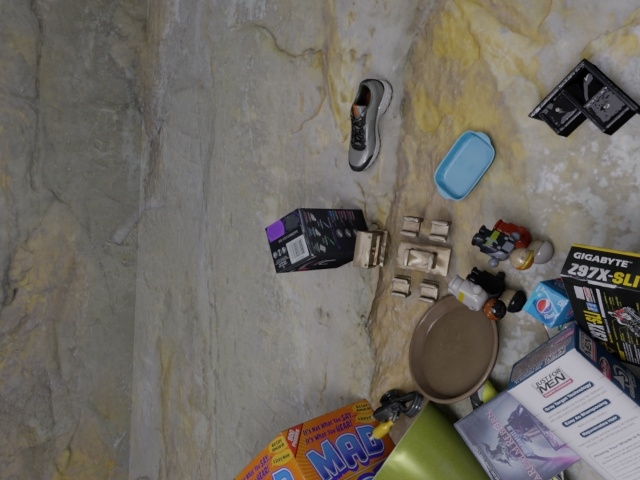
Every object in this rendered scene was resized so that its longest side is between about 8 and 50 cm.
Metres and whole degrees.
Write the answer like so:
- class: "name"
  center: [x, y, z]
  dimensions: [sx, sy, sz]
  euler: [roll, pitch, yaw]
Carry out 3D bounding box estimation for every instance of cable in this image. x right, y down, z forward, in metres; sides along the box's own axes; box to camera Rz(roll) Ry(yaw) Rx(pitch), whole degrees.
- class: "cable"
  center: [0.221, 0.455, 1.416]
  dimensions: [0.072, 0.139, 0.287]
  euler: [39, 142, -1]

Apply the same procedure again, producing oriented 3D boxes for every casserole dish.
- class: "casserole dish"
  center: [0.369, -0.188, 1.325]
  dimensions: [0.114, 0.037, 0.188]
  euler: [50, 123, 31]

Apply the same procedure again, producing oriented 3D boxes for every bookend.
- class: "bookend"
  center: [0.563, -0.270, 1.111]
  dimensions: [0.157, 0.072, 0.156]
  euler: [-49, 60, 34]

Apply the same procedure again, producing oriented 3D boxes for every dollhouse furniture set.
- class: "dollhouse furniture set"
  center: [0.232, 0.038, 1.422]
  dimensions: [0.242, 0.161, 0.212]
  euler: [10, 96, 22]

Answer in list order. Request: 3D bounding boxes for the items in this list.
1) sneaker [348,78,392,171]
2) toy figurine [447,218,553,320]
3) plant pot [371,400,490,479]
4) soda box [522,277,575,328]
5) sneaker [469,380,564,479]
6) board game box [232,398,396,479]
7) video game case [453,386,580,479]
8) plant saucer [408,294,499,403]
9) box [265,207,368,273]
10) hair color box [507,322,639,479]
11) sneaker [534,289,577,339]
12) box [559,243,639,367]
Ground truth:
- class: "sneaker"
  center: [0.120, -0.334, 1.509]
  dimensions: [0.100, 0.108, 0.272]
  euler: [23, 109, 39]
- class: "toy figurine"
  center: [0.410, 0.070, 1.179]
  dimensions: [0.148, 0.209, 0.213]
  euler: [34, 112, 26]
- class: "plant pot"
  center: [0.313, 0.596, 1.284]
  dimensions: [0.293, 0.274, 0.275]
  euler: [35, 116, 20]
- class: "soda box"
  center: [0.507, 0.123, 1.085]
  dimensions: [0.067, 0.210, 0.071]
  euler: [39, 117, 36]
- class: "sneaker"
  center: [0.474, 0.486, 1.211]
  dimensions: [0.147, 0.145, 0.385]
  euler: [-29, 65, 7]
- class: "board game box"
  center: [0.014, 0.736, 1.481]
  dimensions: [0.356, 0.356, 0.356]
  euler: [-52, 58, 31]
- class: "video game case"
  center: [0.466, 0.418, 1.152]
  dimensions: [0.274, 0.026, 0.196]
  euler: [-33, 62, -3]
- class: "plant saucer"
  center: [0.334, 0.270, 1.305]
  dimensions: [0.278, 0.041, 0.278]
  euler: [-37, 40, 38]
- class: "box"
  center: [0.000, 0.000, 1.523]
  dimensions: [0.165, 0.270, 0.143]
  euler: [-27, 73, 41]
- class: "hair color box"
  center: [0.562, 0.344, 1.018]
  dimensions: [0.347, 0.105, 0.174]
  euler: [42, 124, 4]
- class: "sneaker"
  center: [0.539, 0.178, 1.174]
  dimensions: [0.075, 0.057, 0.161]
  euler: [-26, 72, 24]
- class: "box"
  center: [0.601, 0.142, 0.936]
  dimensions: [0.257, 0.322, 0.079]
  euler: [14, 64, 44]
